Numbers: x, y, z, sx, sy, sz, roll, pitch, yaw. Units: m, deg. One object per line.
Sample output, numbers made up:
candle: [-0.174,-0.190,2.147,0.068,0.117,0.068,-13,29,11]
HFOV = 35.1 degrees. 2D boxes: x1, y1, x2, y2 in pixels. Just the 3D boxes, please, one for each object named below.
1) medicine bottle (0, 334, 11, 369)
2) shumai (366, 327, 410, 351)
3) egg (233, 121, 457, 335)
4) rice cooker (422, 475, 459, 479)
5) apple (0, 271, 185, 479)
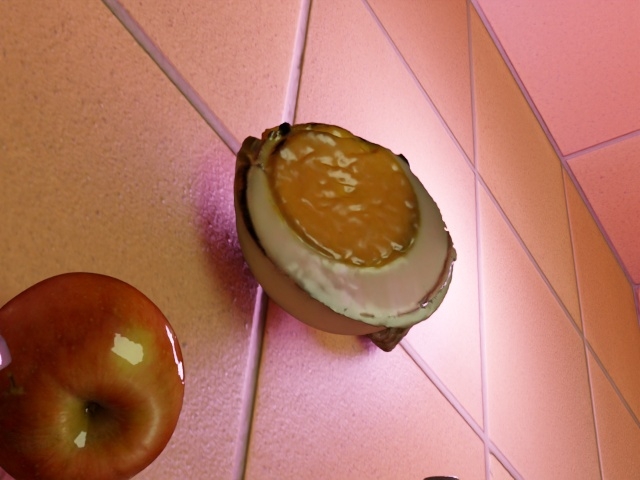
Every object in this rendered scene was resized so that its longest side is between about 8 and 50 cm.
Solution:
medicine bottle: [-0.303,-0.014,0.610,0.152,0.152,0.254,-29,99,-65]
shumai: [0.124,0.063,1.434,0.184,0.142,0.184,46,31,-39]
egg: [0.001,0.004,1.212,0.286,0.174,0.264,22,51,-25]
rice cooker: [0.135,0.406,1.097,0.280,0.241,0.227,31,33,-8]
apple: [-0.183,0.104,0.763,0.163,0.163,0.139,55,-8,-29]
